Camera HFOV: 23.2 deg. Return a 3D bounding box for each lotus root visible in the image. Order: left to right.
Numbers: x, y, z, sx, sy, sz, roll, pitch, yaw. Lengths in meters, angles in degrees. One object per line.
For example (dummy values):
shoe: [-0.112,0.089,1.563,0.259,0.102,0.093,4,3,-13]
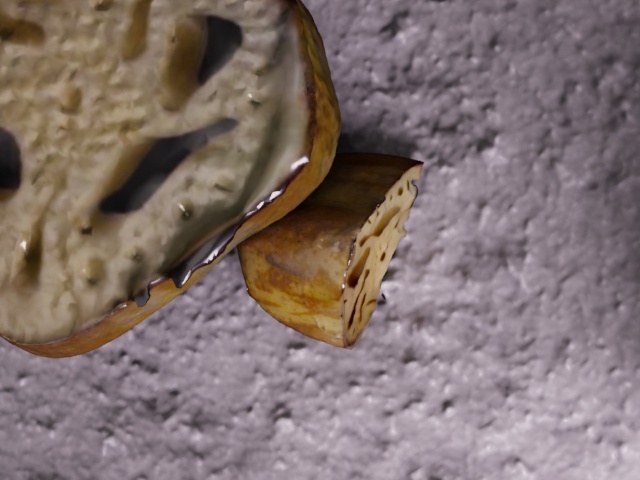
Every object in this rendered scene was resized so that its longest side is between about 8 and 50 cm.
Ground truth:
lotus root: [-0.181,-0.098,1.194,0.391,0.111,0.374,8,76,12]
lotus root: [-0.002,0.000,1.216,0.135,0.095,0.159,6,80,21]
